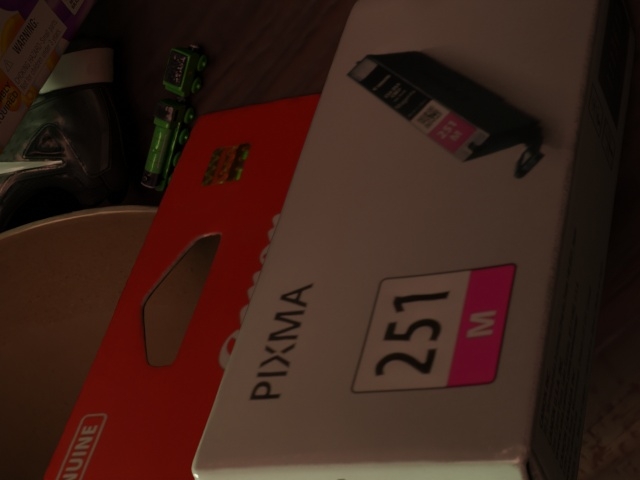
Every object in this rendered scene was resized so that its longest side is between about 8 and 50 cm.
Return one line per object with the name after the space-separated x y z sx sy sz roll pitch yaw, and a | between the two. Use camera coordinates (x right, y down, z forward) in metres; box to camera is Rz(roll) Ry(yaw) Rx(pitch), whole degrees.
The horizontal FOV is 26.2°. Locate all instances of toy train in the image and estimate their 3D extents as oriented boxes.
-0.079 -0.064 0.730 0.017 0.023 0.083 23 109 19 | toy train

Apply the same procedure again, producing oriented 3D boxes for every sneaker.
-0.200 -0.027 0.764 0.234 0.078 0.106 -19 90 25 | sneaker

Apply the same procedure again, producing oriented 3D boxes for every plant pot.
-0.103 0.149 0.677 0.284 0.284 0.191 5 139 24 | plant pot

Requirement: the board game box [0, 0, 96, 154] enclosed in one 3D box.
-0.254 -0.157 0.618 0.144 0.142 0.275 -3 139 34 | board game box

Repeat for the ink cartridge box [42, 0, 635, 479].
0.000 0.000 0.581 0.239 0.275 0.060 -6 134 26 | ink cartridge box
